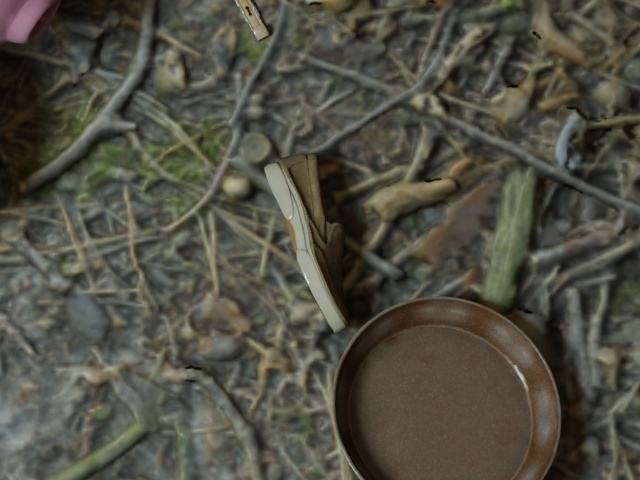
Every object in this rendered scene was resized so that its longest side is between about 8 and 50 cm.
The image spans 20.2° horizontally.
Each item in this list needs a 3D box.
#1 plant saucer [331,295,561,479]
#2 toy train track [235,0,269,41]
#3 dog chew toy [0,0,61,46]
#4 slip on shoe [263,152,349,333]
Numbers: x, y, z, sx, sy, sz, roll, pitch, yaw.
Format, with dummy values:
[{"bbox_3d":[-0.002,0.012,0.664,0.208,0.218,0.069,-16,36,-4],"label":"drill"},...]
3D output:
[{"bbox_3d":[0.088,0.123,1.290,0.168,0.029,0.168,4,70,-10],"label":"plant saucer"},{"bbox_3d":[-0.062,-0.190,1.359,0.048,0.014,0.083,-27,83,-3],"label":"toy train track"},{"bbox_3d":[-0.323,-0.250,1.235,0.332,0.206,0.206,37,84,-1],"label":"dog chew toy"},{"bbox_3d":[0.000,0.000,1.316,0.041,0.051,0.135,-21,75,0],"label":"slip on shoe"}]
